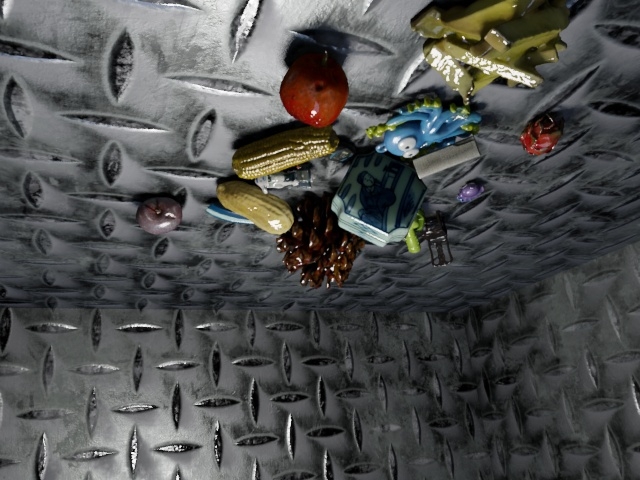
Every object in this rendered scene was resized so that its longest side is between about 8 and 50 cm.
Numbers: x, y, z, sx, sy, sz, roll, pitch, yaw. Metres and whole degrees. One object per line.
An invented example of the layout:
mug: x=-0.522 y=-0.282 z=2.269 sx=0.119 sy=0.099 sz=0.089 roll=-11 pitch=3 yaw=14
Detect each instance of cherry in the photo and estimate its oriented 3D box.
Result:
cherry: x=-0.614 y=-0.092 z=1.967 sx=0.176 sy=0.140 sz=0.176 roll=-14 pitch=171 yaw=-2

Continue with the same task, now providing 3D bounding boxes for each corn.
corn: x=-0.119 y=-0.282 z=1.638 sx=0.363 sy=0.120 sz=0.120 roll=-13 pitch=157 yaw=16

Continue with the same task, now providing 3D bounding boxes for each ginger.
ginger: x=0.415 y=-0.443 z=1.238 sx=0.358 sy=0.211 sz=0.413 roll=-9 pitch=159 yaw=15

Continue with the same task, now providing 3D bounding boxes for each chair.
chair: x=0.526 y=-0.004 z=2.358 sx=0.106 sy=0.229 sz=0.113 roll=-17 pitch=159 yaw=25

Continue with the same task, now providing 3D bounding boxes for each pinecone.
pinecone: x=0.000 y=0.000 z=2.052 sx=0.398 sy=0.397 sz=0.398 roll=-5 pitch=159 yaw=-2

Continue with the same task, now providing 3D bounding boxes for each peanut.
peanut: x=-0.240 y=-0.127 z=1.890 sx=0.305 sy=0.147 sz=0.147 roll=27 pitch=152 yaw=-8

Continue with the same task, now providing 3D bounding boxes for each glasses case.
glasses case: x=0.408 y=-0.269 z=1.677 sx=0.205 sy=0.071 sz=0.047 roll=-19 pitch=-172 yaw=22

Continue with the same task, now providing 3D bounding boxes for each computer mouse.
computer mouse: x=0.068 y=-0.301 z=1.732 sx=0.079 sy=0.047 sz=0.135 roll=-27 pitch=162 yaw=31

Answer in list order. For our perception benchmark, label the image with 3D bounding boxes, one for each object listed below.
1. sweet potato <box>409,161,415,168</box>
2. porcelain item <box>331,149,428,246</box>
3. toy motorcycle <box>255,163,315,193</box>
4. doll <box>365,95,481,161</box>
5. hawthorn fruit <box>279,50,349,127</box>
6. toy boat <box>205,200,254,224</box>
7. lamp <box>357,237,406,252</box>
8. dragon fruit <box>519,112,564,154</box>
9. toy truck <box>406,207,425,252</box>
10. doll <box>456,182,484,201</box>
sweet potato: x=0.353 y=-0.280 z=1.877 sx=0.095 sy=0.034 sz=0.034 roll=-32 pitch=148 yaw=29
porcelain item: x=0.202 y=-0.145 z=1.775 sx=0.286 sy=0.281 sz=0.157 roll=28 pitch=161 yaw=4
toy motorcycle: x=-0.132 y=-0.220 z=1.830 sx=0.221 sy=0.102 sz=0.150 roll=-5 pitch=180 yaw=7
doll: x=0.339 y=-0.334 z=1.637 sx=0.341 sy=0.098 sz=0.346 roll=-14 pitch=162 yaw=17
hawthorn fruit: x=-0.010 y=-0.397 z=1.316 sx=0.179 sy=0.179 sz=0.200 roll=2 pitch=137 yaw=-19
toy boat: x=-0.301 y=-0.119 z=2.047 sx=0.299 sy=0.096 sz=0.062 roll=3 pitch=149 yaw=-13
lamp: x=0.269 y=-0.025 z=2.445 sx=0.283 sy=0.124 sz=0.203 roll=-12 pitch=178 yaw=9
dragon fruit: x=0.727 y=-0.348 z=1.698 sx=0.121 sy=0.130 sz=0.142 roll=36 pitch=148 yaw=-10
toy truck: x=0.373 y=-0.075 z=2.198 sx=0.148 sy=0.210 sz=0.187 roll=-11 pitch=140 yaw=15
doll: x=0.612 y=-0.193 z=2.126 sx=0.110 sy=0.067 sz=0.206 roll=-23 pitch=168 yaw=5
